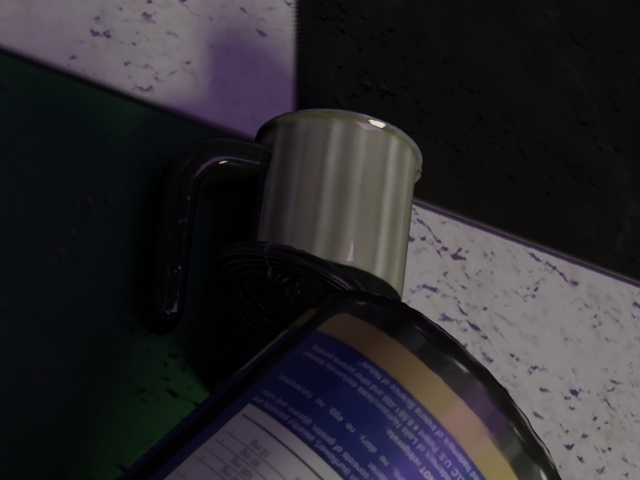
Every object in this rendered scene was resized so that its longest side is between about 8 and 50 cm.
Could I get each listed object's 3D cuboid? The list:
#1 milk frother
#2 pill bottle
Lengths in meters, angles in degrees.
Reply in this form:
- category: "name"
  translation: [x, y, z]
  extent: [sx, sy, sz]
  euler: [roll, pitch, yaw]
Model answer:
- category: "milk frother"
  translation: [0.000, 0.000, 0.661]
  extent: [0.129, 0.143, 0.134]
  euler: [22, 60, -28]
- category: "pill bottle"
  translation: [-0.030, 0.127, 0.509]
  extent: [0.219, 0.123, 0.122]
  euler: [-41, 104, -20]
